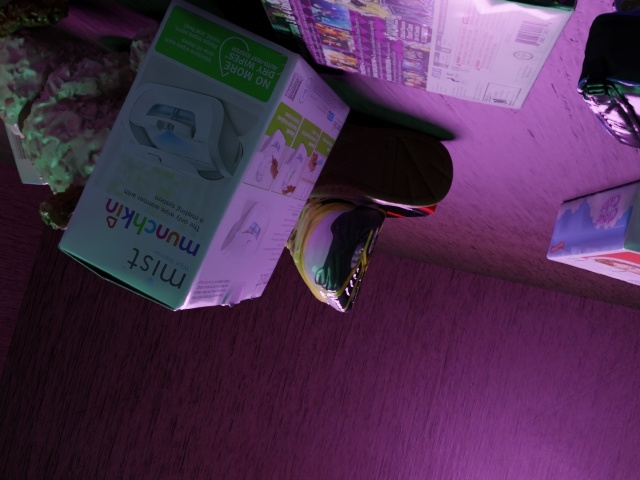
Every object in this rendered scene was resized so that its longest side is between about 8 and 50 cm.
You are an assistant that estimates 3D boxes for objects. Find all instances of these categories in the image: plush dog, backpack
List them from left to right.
[{"bbox_3d":[-0.265,-0.133,0.922,0.225,0.210,0.262,43,146,14],"label":"plush dog"},{"bbox_3d":[0.226,-0.103,0.549,0.105,0.084,0.114,12,170,31],"label":"backpack"}]

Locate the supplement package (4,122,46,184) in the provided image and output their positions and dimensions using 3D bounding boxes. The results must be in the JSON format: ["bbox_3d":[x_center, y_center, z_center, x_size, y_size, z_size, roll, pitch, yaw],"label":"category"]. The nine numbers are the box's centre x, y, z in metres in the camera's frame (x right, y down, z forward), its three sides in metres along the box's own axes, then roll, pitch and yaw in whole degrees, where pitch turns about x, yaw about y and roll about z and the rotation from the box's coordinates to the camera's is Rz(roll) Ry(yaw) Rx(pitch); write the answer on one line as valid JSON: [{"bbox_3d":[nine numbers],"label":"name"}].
[{"bbox_3d":[-0.297,-0.144,1.122,0.179,0.105,0.105,-20,-166,-31],"label":"supplement package"}]

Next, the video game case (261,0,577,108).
[{"bbox_3d":[0.061,-0.162,0.626,0.210,0.042,0.232,14,176,7],"label":"video game case"}]

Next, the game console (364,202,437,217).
[{"bbox_3d":[-0.014,-0.112,1.473,0.386,0.060,0.342,16,179,-11],"label":"game console"}]

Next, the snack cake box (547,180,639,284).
[{"bbox_3d":[0.419,-0.003,1.145,0.152,0.089,0.264,17,175,-4],"label":"snack cake box"}]

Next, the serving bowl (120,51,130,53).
[{"bbox_3d":[-0.209,-0.205,1.044,0.083,0.027,0.083,14,176,1],"label":"serving bowl"}]

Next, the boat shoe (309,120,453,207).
[{"bbox_3d":[-0.012,-0.107,1.085,0.342,0.123,0.123,9,176,-15],"label":"boat shoe"}]

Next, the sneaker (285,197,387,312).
[{"bbox_3d":[0.000,0.000,1.191,0.147,0.145,0.384,20,-176,4],"label":"sneaker"}]

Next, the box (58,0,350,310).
[{"bbox_3d":[-0.089,-0.065,0.821,0.126,0.231,0.262,27,-175,10],"label":"box"}]
